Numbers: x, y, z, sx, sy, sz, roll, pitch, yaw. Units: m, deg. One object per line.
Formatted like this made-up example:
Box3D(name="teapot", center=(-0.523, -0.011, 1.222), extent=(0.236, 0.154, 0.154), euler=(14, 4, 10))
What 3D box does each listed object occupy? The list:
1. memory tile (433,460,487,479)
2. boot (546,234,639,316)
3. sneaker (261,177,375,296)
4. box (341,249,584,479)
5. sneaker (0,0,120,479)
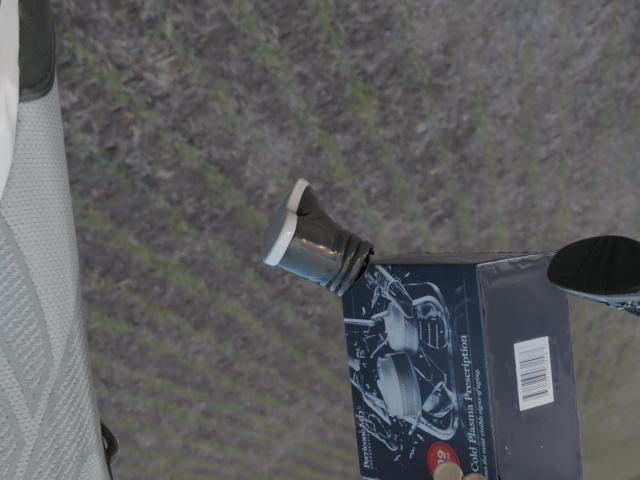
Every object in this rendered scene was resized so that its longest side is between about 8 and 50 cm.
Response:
Box3D(name="memory tile", center=(0.173, 0.361, 1.437), extent=(0.148, 0.113, 0.012), euler=(-64, 157, -15))
Box3D(name="boot", center=(0.387, 0.081, 1.296), extent=(0.236, 0.085, 0.178), euler=(4, 144, 43))
Box3D(name="sneaker", center=(0.000, 0.000, 1.668), extent=(0.104, 0.147, 0.296), euler=(-60, -172, 15))
Box3D(name="box", center=(0.201, 0.191, 1.699), extent=(0.179, 0.343, 0.312), euler=(-8, -177, -35))
Box3D(name="sneaker", center=(-0.109, 0.042, 0.334), extent=(0.100, 0.271, 0.108), euler=(-3, 171, 31))
